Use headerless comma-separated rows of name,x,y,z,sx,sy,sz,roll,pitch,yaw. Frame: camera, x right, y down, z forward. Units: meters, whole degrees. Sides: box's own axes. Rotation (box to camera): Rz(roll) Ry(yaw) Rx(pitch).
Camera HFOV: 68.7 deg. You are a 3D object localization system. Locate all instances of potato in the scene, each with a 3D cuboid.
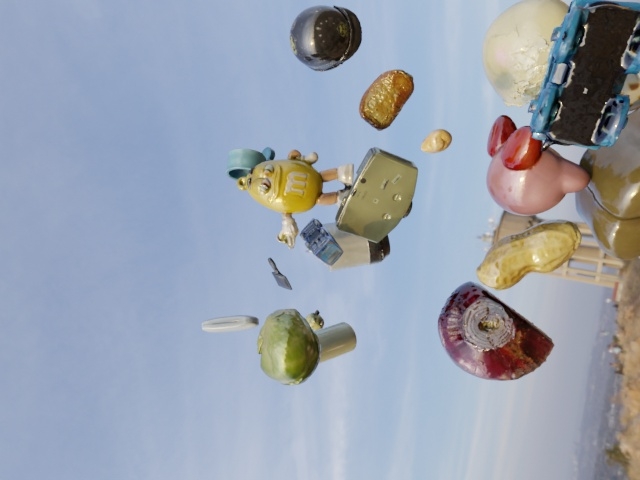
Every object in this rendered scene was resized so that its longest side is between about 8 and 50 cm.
potato,0.303,-0.260,1.234,0.068,0.083,0.062,21,-101,-31

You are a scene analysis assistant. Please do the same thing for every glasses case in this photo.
glasses case,-0.273,0.253,1.417,0.067,0.179,0.045,46,-141,-65

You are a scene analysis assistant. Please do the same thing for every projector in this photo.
projector,0.177,-0.130,1.406,0.088,0.194,0.269,-95,28,-58

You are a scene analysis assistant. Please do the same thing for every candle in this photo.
candle,0.108,0.018,2.008,0.221,0.343,0.221,168,90,-85

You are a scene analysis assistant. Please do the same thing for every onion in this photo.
onion,0.522,0.305,1.469,0.260,0.337,0.282,-52,-19,4

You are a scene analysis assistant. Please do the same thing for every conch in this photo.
conch,0.845,-0.454,1.367,0.183,0.275,0.148,7,-61,-43

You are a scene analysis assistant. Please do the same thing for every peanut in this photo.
peanut,0.601,0.041,1.365,0.146,0.306,0.147,60,-165,-28

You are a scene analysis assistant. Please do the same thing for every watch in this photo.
watch,-0.298,-0.299,1.948,0.194,0.211,0.210,14,-93,-33

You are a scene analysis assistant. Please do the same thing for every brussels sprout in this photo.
brussels sprout,-0.071,0.259,1.134,0.131,0.146,0.183,7,-88,-40

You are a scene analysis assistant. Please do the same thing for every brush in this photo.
brush,-0.148,0.115,1.624,0.016,0.063,0.193,-60,-30,-30

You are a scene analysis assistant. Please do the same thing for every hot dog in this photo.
hot dog,0.279,-0.598,1.976,0.175,0.114,0.259,35,-78,-16

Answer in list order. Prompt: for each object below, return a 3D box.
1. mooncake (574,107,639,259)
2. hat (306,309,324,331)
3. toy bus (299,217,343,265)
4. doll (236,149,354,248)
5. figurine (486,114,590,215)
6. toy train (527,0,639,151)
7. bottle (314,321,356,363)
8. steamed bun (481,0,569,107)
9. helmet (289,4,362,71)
mooncake,0.945,-0.144,1.250,0.262,0.468,0.466,-93,-12,-48
hat,-0.017,0.326,1.898,0.076,0.059,0.077,26,-148,-26
toy bus,-0.001,0.003,1.470,0.079,0.236,0.094,-42,-70,4
doll,-0.063,-0.175,1.724,0.347,0.424,0.161,64,179,13
figurine,0.562,-0.185,1.308,0.211,0.262,0.269,-53,14,20
toy train,0.551,-0.334,0.976,0.265,0.188,0.300,-43,-35,-59
bottle,-0.005,0.338,1.493,0.245,0.104,0.104,-10,-71,-38
steamed bun,0.672,-0.617,1.542,0.233,0.311,0.334,-29,-12,-37
helmet,-0.001,-0.761,1.741,0.160,0.279,0.230,-18,-75,-58
